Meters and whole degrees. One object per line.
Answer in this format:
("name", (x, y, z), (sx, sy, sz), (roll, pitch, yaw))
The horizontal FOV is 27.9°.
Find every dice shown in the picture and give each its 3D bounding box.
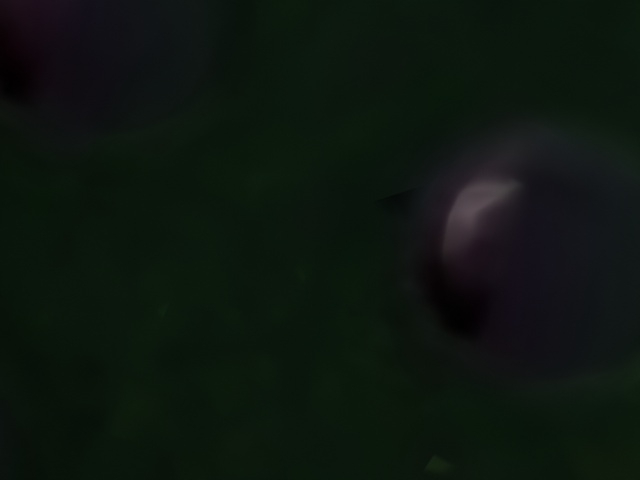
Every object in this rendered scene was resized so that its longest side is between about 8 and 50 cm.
("dice", (0.000, 0.000, 0.510), (0.322, 0.330, 0.318), (-63, 178, 14))
